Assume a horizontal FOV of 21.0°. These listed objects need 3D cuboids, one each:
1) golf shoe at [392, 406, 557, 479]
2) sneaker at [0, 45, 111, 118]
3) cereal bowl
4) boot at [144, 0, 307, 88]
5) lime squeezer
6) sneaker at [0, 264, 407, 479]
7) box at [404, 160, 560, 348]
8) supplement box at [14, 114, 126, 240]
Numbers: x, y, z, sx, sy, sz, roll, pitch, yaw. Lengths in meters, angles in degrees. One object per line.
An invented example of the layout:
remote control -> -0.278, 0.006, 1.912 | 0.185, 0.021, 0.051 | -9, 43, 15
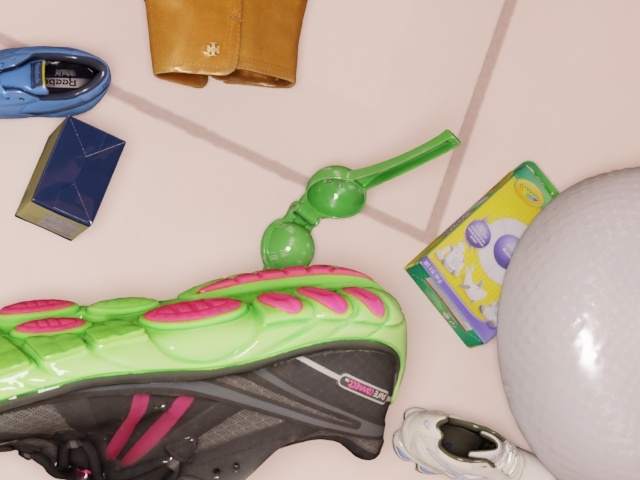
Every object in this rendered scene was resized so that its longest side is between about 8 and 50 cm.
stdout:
golf shoe -> 0.156, 0.207, 1.596 | 0.176, 0.086, 0.069 | 23, 71, -18
sneaker -> -0.284, -0.137, 1.493 | 0.209, 0.082, 0.069 | -6, 85, -20
cereal bowl -> 0.340, 0.091, 1.631 | 0.339, 0.141, 0.338 | 4, 83, -30
boot -> -0.143, -0.252, 1.555 | 0.295, 0.104, 0.211 | 12, 76, -23
lime squeezer -> 0.000, 0.000, 1.572 | 0.310, 0.110, 0.059 | -45, 137, 8
sneaker -> -0.157, 0.149, 1.428 | 0.483, 0.185, 0.202 | -7, 104, -9
box -> 0.179, 0.008, 1.665 | 0.179, 0.043, 0.105 | -42, 97, -24
supplement box -> -0.218, -0.053, 1.500 | 0.056, 0.083, 0.083 | 25, 72, -15
